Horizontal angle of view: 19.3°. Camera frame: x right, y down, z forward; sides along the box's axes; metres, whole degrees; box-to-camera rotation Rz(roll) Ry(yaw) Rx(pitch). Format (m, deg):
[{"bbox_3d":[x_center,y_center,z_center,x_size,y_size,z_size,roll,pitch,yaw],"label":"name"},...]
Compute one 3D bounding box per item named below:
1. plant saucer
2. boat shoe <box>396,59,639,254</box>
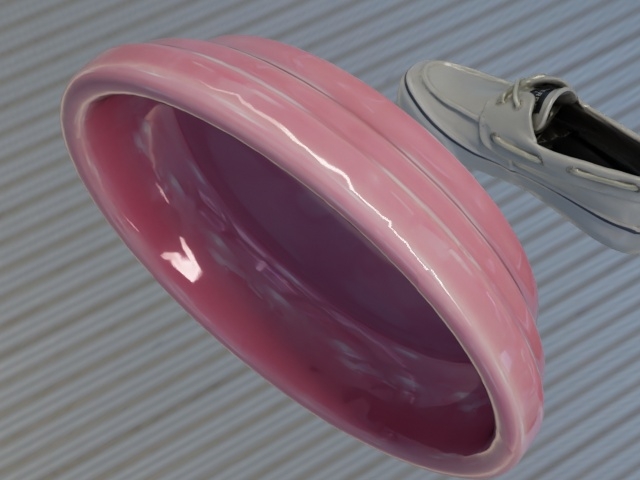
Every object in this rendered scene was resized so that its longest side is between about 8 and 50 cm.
[{"bbox_3d":[0.000,0.000,1.083,0.332,0.332,0.084,43,69,-6],"label":"plant saucer"},{"bbox_3d":[0.176,-0.089,1.515,0.096,0.088,0.267,-32,55,-33],"label":"boat shoe"}]
